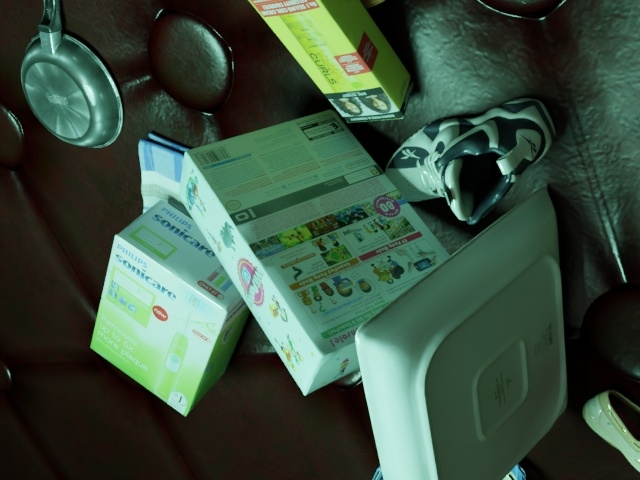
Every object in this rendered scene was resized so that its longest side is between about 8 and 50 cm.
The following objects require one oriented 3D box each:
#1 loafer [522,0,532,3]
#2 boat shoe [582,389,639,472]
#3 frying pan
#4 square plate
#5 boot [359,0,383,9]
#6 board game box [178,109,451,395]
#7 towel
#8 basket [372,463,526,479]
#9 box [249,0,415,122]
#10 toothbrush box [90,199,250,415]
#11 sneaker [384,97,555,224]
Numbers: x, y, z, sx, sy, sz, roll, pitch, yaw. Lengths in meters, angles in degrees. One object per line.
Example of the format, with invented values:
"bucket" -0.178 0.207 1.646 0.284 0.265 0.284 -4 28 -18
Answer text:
"loafer" 0.158 -0.321 0.857 0.220 0.080 0.078 44 134 -1
"boat shoe" 0.424 0.257 1.099 0.170 0.063 0.059 35 140 9
"frying pan" -0.377 -0.270 1.281 0.197 0.053 0.326 33 136 9
"square plate" 0.194 0.162 0.991 0.049 0.344 0.347 19 131 43
"boot" -0.054 -0.356 0.975 0.283 0.109 0.220 12 155 50
"board game box" 0.000 0.000 1.014 0.303 0.224 0.098 54 147 25
"towel" -0.201 -0.016 1.348 0.209 0.034 0.285 23 131 18
"basket" 0.177 0.365 1.210 0.201 0.255 0.289 36 145 11
"box" 0.018 -0.224 0.961 0.087 0.058 0.232 1 152 33
"toothbrush box" -0.233 0.112 1.350 0.206 0.122 0.283 34 131 9
"sneaker" 0.147 -0.076 0.987 0.234 0.153 0.094 -11 113 39
